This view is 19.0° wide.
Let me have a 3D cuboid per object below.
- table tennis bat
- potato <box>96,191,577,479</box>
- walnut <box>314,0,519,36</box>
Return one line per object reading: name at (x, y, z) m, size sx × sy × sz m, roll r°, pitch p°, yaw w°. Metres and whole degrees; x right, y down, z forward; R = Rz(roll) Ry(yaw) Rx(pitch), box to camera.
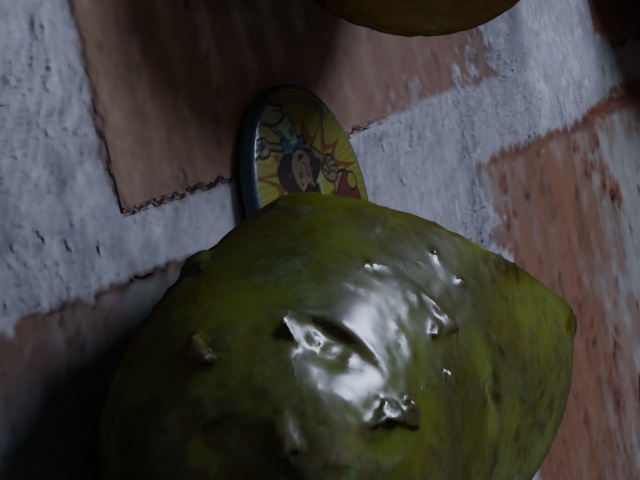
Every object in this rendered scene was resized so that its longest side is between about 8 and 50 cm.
table tennis bat at (0.000, 0.000, 0.920) m, size 0.100 × 0.019 × 0.155 m, roll -32°, pitch 108°, yaw -57°
potato at (0.014, 0.065, 0.813) m, size 0.298 × 0.141 × 0.176 m, roll -16°, pitch 115°, yaw -61°
walnut at (0.049, -0.206, 0.896) m, size 0.195 × 0.195 × 0.221 m, roll 45°, pitch 53°, yaw -44°
